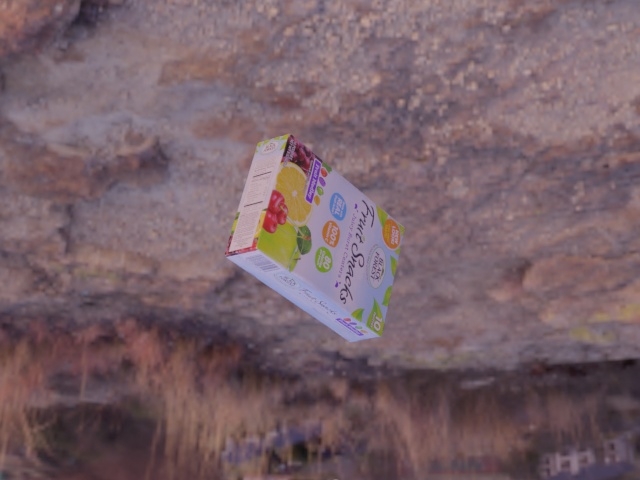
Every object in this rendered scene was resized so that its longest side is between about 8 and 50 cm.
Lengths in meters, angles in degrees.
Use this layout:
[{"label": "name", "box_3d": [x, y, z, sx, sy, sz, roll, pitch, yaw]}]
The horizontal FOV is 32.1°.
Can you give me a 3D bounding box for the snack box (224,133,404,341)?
[{"label": "snack box", "box_3d": [0.000, 0.000, 0.833, 0.037, 0.100, 0.141, -12, 142, 42]}]
